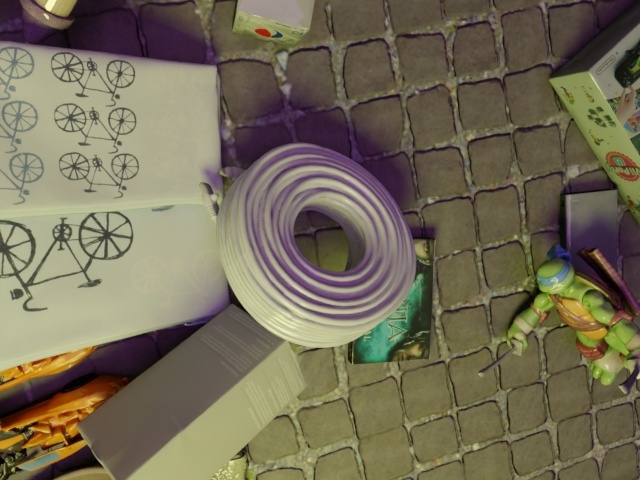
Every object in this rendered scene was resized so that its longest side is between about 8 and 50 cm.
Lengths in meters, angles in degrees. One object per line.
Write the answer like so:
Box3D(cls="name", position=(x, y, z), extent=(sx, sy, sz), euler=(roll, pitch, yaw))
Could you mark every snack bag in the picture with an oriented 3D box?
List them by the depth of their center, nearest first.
Box3D(cls="snack bag", position=(-0.243, -0.038, 0.593), extent=(0.323, 0.037, 0.342), euler=(-9, 102, -43))

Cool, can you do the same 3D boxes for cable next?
Box3D(cls="cable", position=(0.000, 0.000, 0.653), extent=(0.257, 0.089, 0.257), euler=(-8, 70, -31))

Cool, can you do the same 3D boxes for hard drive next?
Box3D(cls="hard drive", position=(0.430, -0.011, 0.838), extent=(0.094, 0.022, 0.135), euler=(-7, 100, -12))

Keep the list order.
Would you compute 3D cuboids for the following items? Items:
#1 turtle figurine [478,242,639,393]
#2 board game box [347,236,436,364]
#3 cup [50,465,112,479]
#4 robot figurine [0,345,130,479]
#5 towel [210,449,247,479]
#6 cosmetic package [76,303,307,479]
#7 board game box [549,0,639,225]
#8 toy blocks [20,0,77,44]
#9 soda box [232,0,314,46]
Box3D(cls="turtle figurine", position=(0.384, 0.168, 0.765), extent=(0.266, 0.274, 0.198), euler=(35, 133, -23))
Box3D(cls="board game box", position=(0.105, 0.088, 0.775), extent=(0.126, 0.026, 0.186), euler=(-1, 98, -12))
Box3D(cls="cup", position=(-0.266, 0.483, 0.624), extent=(0.331, 0.331, 0.237), euler=(-34, 128, -6))
Box3D(cls="robot figurine", position=(-0.395, 0.204, 0.645), extent=(0.291, 0.085, 0.211), euler=(-23, 101, -9))
Box3D(cls="towel", position=(-0.178, 0.357, 0.747), extent=(0.148, 0.027, 0.110), euler=(-3, 99, -13))
Box3D(cls="cosmetic package", position=(-0.148, 0.199, 0.632), extent=(0.238, 0.127, 0.107), euler=(-39, 131, -24))
Box3D(cls="board game box", position=(0.528, -0.199, 0.797), extent=(0.224, 0.097, 0.303), euler=(-42, 106, -4))
Box3D(cls="toy blocks", position=(-0.331, -0.340, 0.483), extent=(0.288, 0.309, 0.260), euler=(40, 113, -17))
Box3D(cls="soda box", position=(-0.039, -0.397, 0.635), extent=(0.091, 0.098, 0.286), euler=(9, 96, -14))
